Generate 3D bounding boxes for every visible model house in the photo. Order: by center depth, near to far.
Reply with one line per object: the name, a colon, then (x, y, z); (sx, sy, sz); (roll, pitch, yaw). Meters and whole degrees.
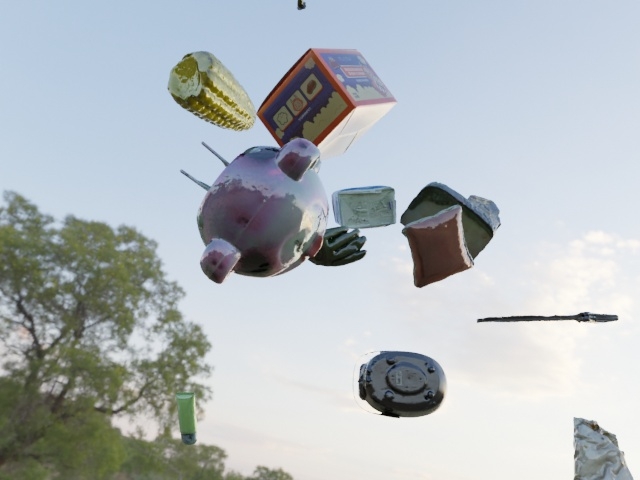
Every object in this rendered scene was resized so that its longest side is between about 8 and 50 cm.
model house: (0.481, -0.084, 1.907); (0.298, 0.284, 0.243); (39, -57, 11)

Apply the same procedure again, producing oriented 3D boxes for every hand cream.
hand cream: (-0.457, 0.611, 1.816); (0.095, 0.174, 0.046); (-12, -10, 35)

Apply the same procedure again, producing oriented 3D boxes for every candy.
candy: (-0.179, -0.251, 0.942); (0.094, 0.106, 0.199); (-4, -14, 21)

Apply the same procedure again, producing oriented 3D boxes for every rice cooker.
rice cooker: (0.171, 0.304, 1.125); (0.203, 0.142, 0.118); (2, -23, 3)

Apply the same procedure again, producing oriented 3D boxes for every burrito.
burrito: (0.565, 0.549, 1.038); (0.117, 0.392, 0.076); (-3, -35, 22)

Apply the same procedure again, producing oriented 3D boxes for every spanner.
spanner: (0.550, 0.192, 1.299); (0.326, 0.026, 0.093); (-5, -13, 25)

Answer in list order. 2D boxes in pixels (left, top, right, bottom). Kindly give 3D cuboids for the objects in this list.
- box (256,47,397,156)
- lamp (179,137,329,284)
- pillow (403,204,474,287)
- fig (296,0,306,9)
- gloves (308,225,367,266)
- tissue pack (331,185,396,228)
box: (0.024, -0.467, 1.833); (0.318, 0.349, 0.257); (-42, -98, 35)
lamp: (-0.102, -0.058, 0.868); (0.247, 0.247, 0.301); (40, 0, 0)
pillow: (0.297, 0.015, 1.340); (0.075, 0.171, 0.179); (-143, -145, -68)
fig: (-0.043, -0.685, 1.328); (0.151, 0.151, 0.259); (11, 3, 6)
gloves: (-0.007, 0.011, 1.421); (0.268, 0.107, 0.135); (6, -30, 7)
tissue pack: (0.150, -0.117, 1.877); (0.198, 0.146, 0.263); (-5, 4, -3)
